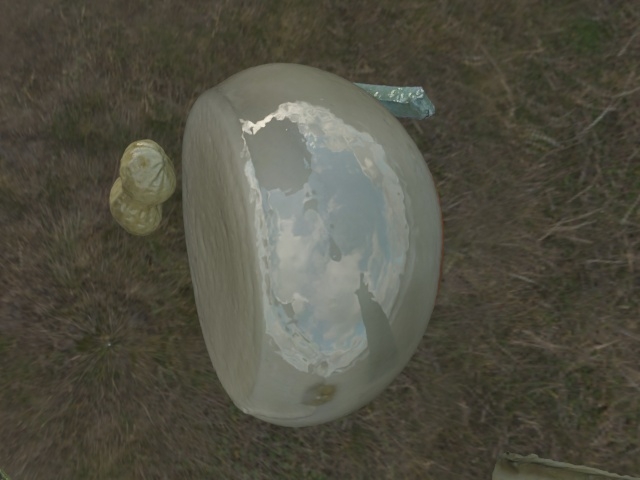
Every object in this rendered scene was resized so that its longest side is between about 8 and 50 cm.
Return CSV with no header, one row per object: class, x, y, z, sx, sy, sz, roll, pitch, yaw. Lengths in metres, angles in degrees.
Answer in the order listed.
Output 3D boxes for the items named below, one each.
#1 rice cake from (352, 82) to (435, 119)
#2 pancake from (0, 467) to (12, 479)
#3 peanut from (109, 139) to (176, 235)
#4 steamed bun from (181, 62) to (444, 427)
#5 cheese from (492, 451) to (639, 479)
rice cake,0.076,-0.199,1.312,0.034,0.211,0.043,-55,131,-18
pancake,-0.374,0.282,0.993,0.108,0.017,0.108,7,54,-10
peanut,-0.248,-0.068,1.299,0.082,0.187,0.082,12,52,-16
steamed bun,0.000,0.000,0.611,0.145,0.232,0.232,-8,86,-20
cheese,0.194,0.167,0.479,0.034,0.400,0.085,4,82,-19
